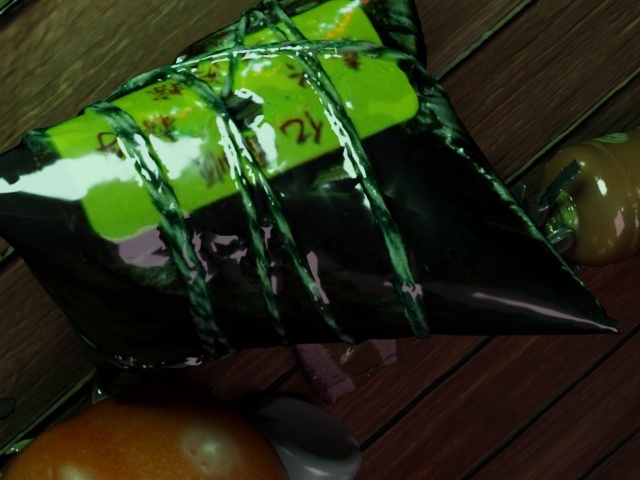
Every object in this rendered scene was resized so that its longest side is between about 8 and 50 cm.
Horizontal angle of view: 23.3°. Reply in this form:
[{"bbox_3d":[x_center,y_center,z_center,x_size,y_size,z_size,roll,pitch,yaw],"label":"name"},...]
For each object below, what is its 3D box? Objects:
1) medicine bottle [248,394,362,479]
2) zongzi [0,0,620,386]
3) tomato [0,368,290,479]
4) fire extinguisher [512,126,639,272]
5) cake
[{"bbox_3d":[-0.085,0.310,1.435,0.110,0.110,0.352,8,119,-41],"label":"medicine bottle"},{"bbox_3d":[0.000,0.000,1.062,0.383,0.362,0.319,-38,157,-4],"label":"zongzi"},{"bbox_3d":[-0.144,0.241,1.256,0.256,0.224,0.256,-28,144,-23],"label":"tomato"},{"bbox_3d":[0.309,-0.028,1.448,0.376,0.113,0.200,-15,133,-28],"label":"fire extinguisher"},{"bbox_3d":[0.013,0.049,1.324,0.116,0.113,0.295,-32,150,-5],"label":"cake"}]
